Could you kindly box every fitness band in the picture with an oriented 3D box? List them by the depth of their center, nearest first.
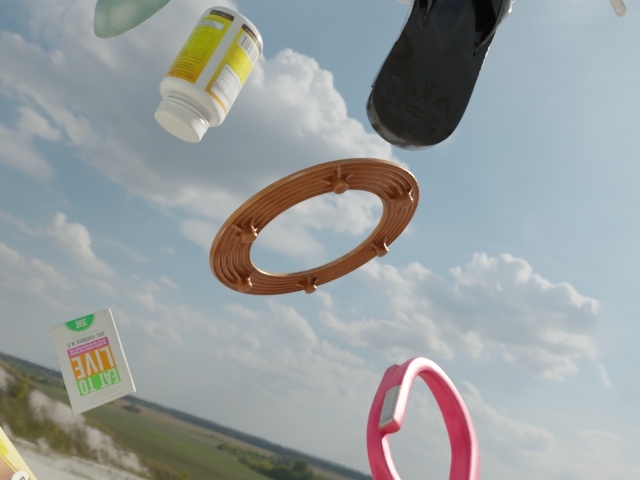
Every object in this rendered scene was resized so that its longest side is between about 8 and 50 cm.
[{"bbox_3d":[0.159,0.301,0.799,0.054,0.291,0.209,-33,-83,29],"label":"fitness band"}]

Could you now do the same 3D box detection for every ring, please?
[{"bbox_3d":[0.000,0.000,0.813,0.336,0.032,0.337,-19,-29,-11],"label":"ring"}]

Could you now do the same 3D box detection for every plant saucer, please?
[{"bbox_3d":[-0.275,-0.383,0.804,0.195,0.195,0.037,4,-32,33],"label":"plant saucer"}]

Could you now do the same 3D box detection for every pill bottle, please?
[{"bbox_3d":[-0.192,-0.277,0.908,0.117,0.215,0.117,23,-16,7],"label":"pill bottle"}]

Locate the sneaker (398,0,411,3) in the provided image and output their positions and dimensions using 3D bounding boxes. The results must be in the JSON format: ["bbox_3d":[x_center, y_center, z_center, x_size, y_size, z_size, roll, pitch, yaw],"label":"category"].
[{"bbox_3d":[0.300,-0.617,1.295,0.150,0.135,0.366,21,12,-26],"label":"sneaker"}]

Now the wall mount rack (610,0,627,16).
[{"bbox_3d":[0.462,-0.503,0.801,0.304,0.130,0.350,14,-16,-28],"label":"wall mount rack"}]

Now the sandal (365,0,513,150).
[{"bbox_3d":[0.110,-0.191,0.409,0.097,0.255,0.054,17,-7,-9],"label":"sandal"}]

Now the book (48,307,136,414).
[{"bbox_3d":[-0.369,0.195,0.872,0.096,0.144,0.035,-19,-11,-20],"label":"book"}]

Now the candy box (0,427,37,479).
[{"bbox_3d":[-0.338,0.333,0.526,0.316,0.087,0.183,44,3,17],"label":"candy box"}]
